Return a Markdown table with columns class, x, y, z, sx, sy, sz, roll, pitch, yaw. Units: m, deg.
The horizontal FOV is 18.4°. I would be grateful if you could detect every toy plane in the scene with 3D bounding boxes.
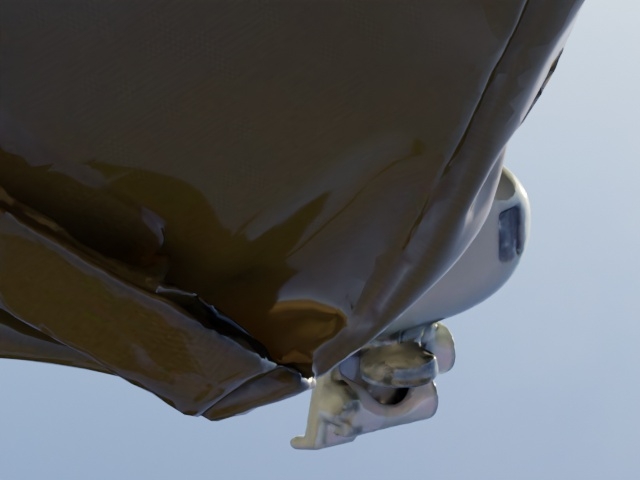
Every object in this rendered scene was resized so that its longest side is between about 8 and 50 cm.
| class | x | y | z | sx | sy | sz | roll | pitch | yaw |
| --- | --- | --- | --- | --- | --- | --- | --- | --- | --- |
| toy plane | 0.003 | 0.001 | 1.169 | 0.266 | 0.267 | 0.122 | -17 | -159 | -20 |

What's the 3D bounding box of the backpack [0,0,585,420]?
| class | x | y | z | sx | sy | sz | roll | pitch | yaw |
| --- | --- | --- | --- | --- | --- | --- | --- | --- | --- |
| backpack | -0.084 | -0.135 | 0.597 | 0.378 | 0.353 | 0.201 | 23 | -166 | -27 |
